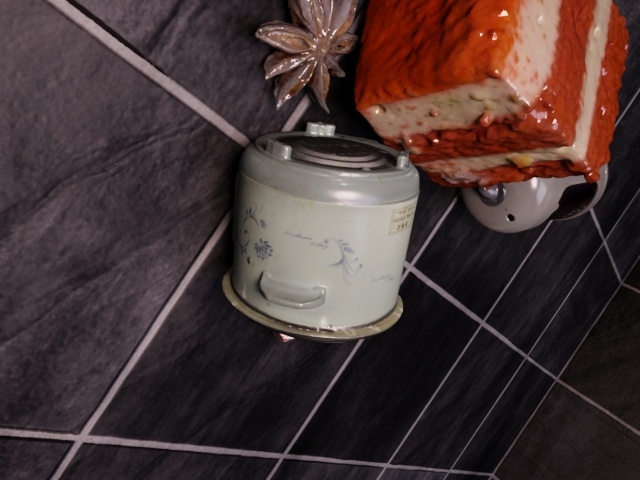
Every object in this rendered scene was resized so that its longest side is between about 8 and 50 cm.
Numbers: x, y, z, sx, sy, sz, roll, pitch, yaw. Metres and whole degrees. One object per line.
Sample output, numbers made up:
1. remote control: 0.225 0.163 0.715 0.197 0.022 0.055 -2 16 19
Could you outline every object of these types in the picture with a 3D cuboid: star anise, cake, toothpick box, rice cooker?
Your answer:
1. star anise: -0.019 -0.260 0.704 0.195 0.065 0.183 -9 124 -52
2. cake: 0.231 -0.241 0.745 0.319 0.269 0.270 26 73 -38
3. toothpick box: 0.425 -0.138 1.109 0.316 0.229 0.229 -12 123 -36
4. rice cooker: 0.000 0.000 0.745 0.316 0.264 0.317 12 90 -79

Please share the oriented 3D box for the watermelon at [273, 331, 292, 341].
1. watermelon: -0.046 0.149 0.939 0.084 0.072 0.092 -29 139 -3
